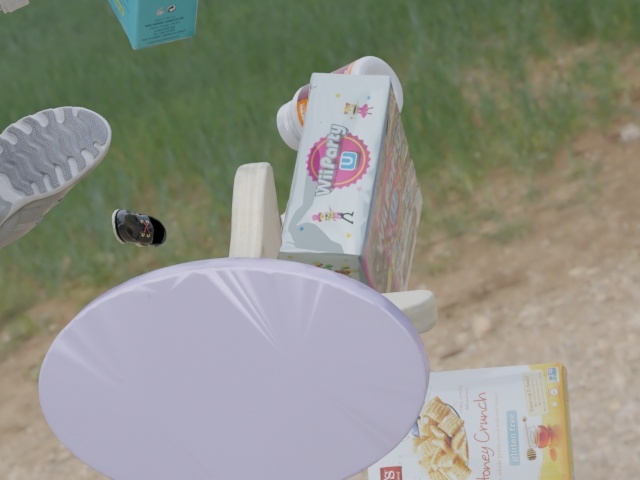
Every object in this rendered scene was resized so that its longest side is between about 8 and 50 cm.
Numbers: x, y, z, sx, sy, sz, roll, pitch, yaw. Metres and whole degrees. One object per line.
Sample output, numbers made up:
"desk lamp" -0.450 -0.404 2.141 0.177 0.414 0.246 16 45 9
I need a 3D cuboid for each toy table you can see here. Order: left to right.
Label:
"toy table" -0.051 0.080 1.102 0.274 0.252 0.161 6 16 8

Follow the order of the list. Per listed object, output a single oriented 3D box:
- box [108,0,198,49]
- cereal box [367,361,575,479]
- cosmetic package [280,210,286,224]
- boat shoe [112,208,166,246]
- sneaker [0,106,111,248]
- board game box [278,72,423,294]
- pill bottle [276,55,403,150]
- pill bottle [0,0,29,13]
"box" -0.142 -0.280 1.241 0.060 0.100 0.244 -18 -31 -20
"cereal box" 0.173 0.238 1.737 0.240 0.173 0.047 -7 -17 16
"cosmetic package" 0.000 0.000 2.332 0.099 0.060 0.239 -44 25 14
"boat shoe" -0.251 -0.018 2.049 0.042 0.049 0.133 -6 -10 14
"sneaker" -0.378 -0.069 1.865 0.281 0.105 0.115 -34 -11 6
"board game box" 0.040 -0.018 1.702 0.097 0.303 0.224 4 65 14
"pill bottle" 0.020 -0.162 1.817 0.152 0.086 0.086 -22 11 42
"pill bottle" -0.484 -0.307 1.871 0.208 0.119 0.119 -23 15 -7
